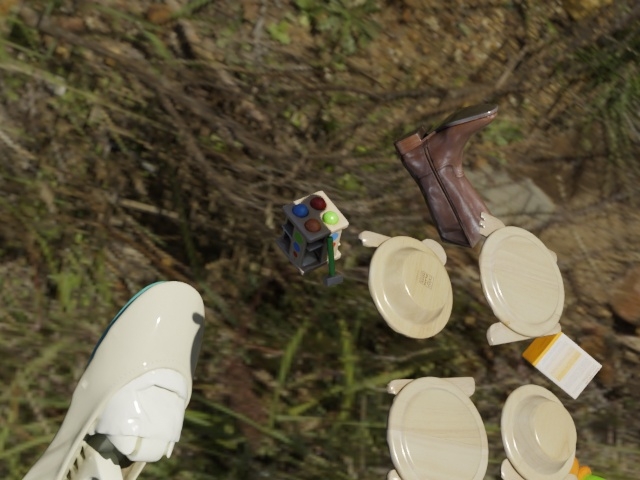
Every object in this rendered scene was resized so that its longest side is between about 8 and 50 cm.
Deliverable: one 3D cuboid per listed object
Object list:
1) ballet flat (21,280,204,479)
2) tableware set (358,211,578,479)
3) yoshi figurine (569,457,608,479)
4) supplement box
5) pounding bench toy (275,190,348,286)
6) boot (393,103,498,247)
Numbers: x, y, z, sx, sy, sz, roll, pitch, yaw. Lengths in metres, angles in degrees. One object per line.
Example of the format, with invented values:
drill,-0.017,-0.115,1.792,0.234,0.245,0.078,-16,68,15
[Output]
ballet flat,-0.141,0.145,0.883,0.086,0.086,0.248,42,109,28
tableware set,0.082,0.063,0.675,0.020,0.141,0.169,-28,61,49
yoshi figurine,0.419,0.426,1.643,0.362,0.203,0.203,31,133,17
supplement box,0.338,0.169,1.801,0.062,0.098,0.036,-50,27,1
pounding bench toy,0.000,0.000,1.347,0.083,0.052,0.065,51,148,27
boot,0.130,-0.053,1.110,0.106,0.037,0.114,-20,105,36
